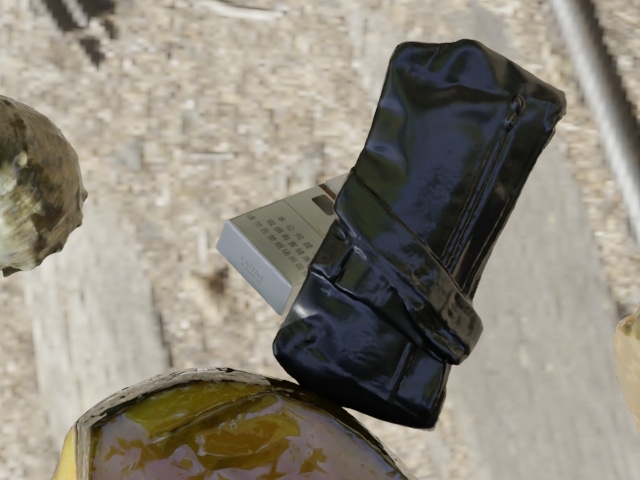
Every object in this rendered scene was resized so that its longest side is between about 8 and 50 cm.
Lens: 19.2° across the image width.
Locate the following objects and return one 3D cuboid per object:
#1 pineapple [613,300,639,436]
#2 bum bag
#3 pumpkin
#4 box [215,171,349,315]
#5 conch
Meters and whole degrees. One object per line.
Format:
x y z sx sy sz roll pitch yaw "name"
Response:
0.344 0.041 1.115 0.169 0.340 0.169 57 162 31 "pineapple"
0.063 -0.007 1.210 0.123 0.060 0.248 24 81 0 "bum bag"
-0.041 0.224 1.178 0.256 0.303 0.225 -66 8 -20 "pumpkin"
0.000 0.000 1.533 0.084 0.154 0.040 44 134 24 "box"
-0.243 -0.042 1.243 0.130 0.207 0.155 1 52 29 "conch"
